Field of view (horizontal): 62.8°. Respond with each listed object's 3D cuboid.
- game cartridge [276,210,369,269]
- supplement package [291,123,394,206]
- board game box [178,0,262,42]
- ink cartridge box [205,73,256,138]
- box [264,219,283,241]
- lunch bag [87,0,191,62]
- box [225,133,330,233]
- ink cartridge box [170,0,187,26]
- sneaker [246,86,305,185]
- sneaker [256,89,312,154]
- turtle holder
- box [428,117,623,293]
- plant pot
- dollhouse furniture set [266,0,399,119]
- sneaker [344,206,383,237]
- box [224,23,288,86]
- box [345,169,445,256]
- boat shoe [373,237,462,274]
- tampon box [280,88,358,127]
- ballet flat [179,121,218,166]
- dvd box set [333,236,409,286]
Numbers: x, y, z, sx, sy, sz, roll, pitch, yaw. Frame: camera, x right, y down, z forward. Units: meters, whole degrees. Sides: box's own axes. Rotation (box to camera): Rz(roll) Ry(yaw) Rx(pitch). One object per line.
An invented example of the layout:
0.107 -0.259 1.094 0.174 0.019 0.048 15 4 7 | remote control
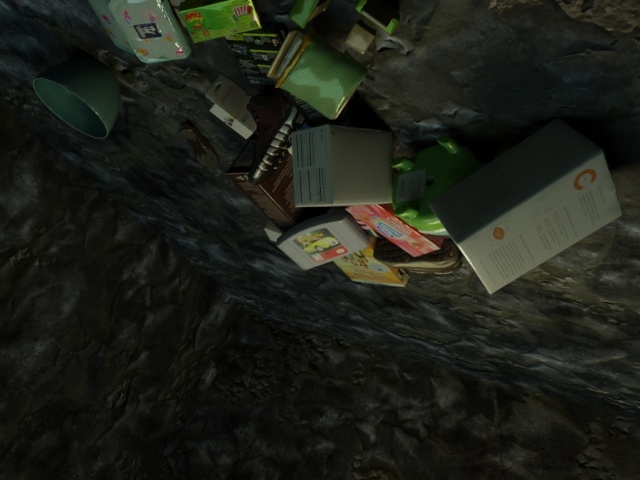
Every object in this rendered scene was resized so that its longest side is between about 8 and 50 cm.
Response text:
0.000 0.000 1.850 0.294 0.060 0.196 -22 131 27 | game cartridge
0.067 -0.196 1.429 0.262 0.203 0.145 -6 -177 -44 | supplement package
-0.244 -0.556 1.292 0.182 0.043 0.092 -8 146 10 | board game box
-0.268 -0.417 1.630 0.181 0.104 0.062 37 155 -18 | ink cartridge box
-0.122 -0.074 2.098 0.130 0.170 0.091 19 155 23 | box
-0.476 -0.601 1.380 0.262 0.160 0.223 31 161 23 | lunch bag
-0.135 -0.185 1.861 0.143 0.191 0.381 5 147 45 | box
-0.324 -0.617 1.329 0.109 0.063 0.150 16 154 25 | ink cartridge box
-0.164 -0.308 1.497 0.163 0.281 0.106 36 -168 12 | sneaker
-0.057 -0.335 1.573 0.330 0.129 0.147 44 124 -9 | sneaker
0.359 -0.142 1.400 0.320 0.243 0.227 -38 137 23 | turtle holder
0.466 -0.074 1.202 0.215 0.345 0.168 47 -166 -37 | box
-0.846 -0.541 1.898 0.290 0.195 0.290 23 157 11 | plant pot
0.007 -0.400 1.146 0.198 0.151 0.301 33 129 -7 | dollhouse furniture set
0.116 -0.112 1.828 0.131 0.112 0.319 5 147 37 | sneaker
-0.149 -0.496 1.413 0.191 0.045 0.184 15 151 31 | box
0.253 -0.092 1.678 0.300 0.142 0.154 34 157 -13 | box
0.353 0.072 1.925 0.356 0.132 0.130 6 148 44 | boat shoe
0.000 -0.387 1.371 0.102 0.120 0.161 1 145 44 | tampon box
-0.469 -0.370 2.026 0.084 0.058 0.250 -17 148 10 | ballet flat
0.144 0.047 2.192 0.308 0.062 0.420 4 147 45 | dvd box set
